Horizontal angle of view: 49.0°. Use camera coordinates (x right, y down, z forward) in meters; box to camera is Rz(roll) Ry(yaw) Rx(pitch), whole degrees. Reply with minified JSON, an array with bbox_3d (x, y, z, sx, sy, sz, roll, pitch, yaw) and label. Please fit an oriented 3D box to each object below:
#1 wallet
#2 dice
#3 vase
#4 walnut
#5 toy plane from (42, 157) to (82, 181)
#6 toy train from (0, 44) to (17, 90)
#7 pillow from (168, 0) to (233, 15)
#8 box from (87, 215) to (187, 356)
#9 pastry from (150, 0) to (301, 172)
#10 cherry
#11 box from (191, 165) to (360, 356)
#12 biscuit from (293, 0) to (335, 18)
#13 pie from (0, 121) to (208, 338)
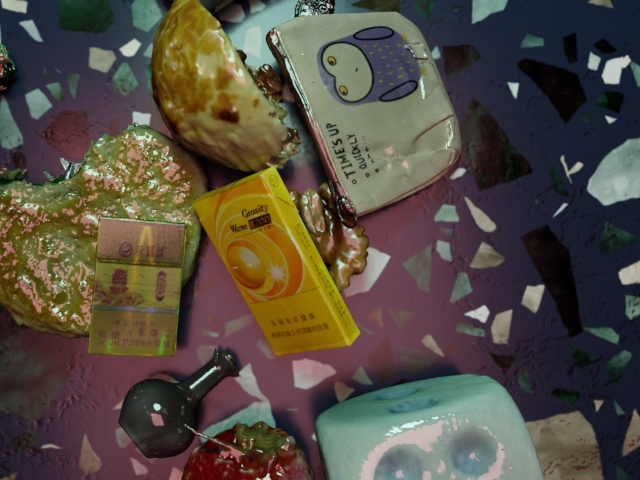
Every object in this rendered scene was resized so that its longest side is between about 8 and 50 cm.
[{"bbox_3d":[0.078,-0.204,1.066,0.275,0.068,0.335,-19,83,-25],"label":"wallet"},{"bbox_3d":[0.145,0.342,0.955,0.265,0.262,0.268,-12,86,-5],"label":"dice"},{"bbox_3d":[-0.200,0.229,1.026,0.183,0.120,0.120,-39,89,-19],"label":"vase"},{"bbox_3d":[0.000,0.000,1.072,0.143,0.069,0.170,-9,85,-3],"label":"walnut"},{"bbox_3d":[-0.388,-0.083,1.073,0.078,0.031,0.083,11,85,-2],"label":"toy plane"},{"bbox_3d":[-0.589,-0.246,1.065,0.250,0.053,0.085,-13,81,-5],"label":"toy train"},{"bbox_3d":[-0.152,-0.450,1.080,0.250,0.106,0.186,-35,81,-8],"label":"pillow"},{"bbox_3d":[-0.259,0.066,0.998,0.121,0.030,0.193,5,96,-16],"label":"box"},{"bbox_3d":[-0.154,-0.204,0.982,0.170,0.256,0.237,-36,133,9],"label":"pastry"},{"bbox_3d":[-0.104,0.380,0.980,0.192,0.175,0.249,5,82,-5],"label":"cherry"},{"bbox_3d":[-0.064,0.039,0.999,0.043,0.152,0.269,-44,110,-48],"label":"box"},{"bbox_3d":[0.000,-0.355,1.120,0.089,0.027,0.087,30,85,0],"label":"biscuit"},{"bbox_3d":[-0.332,-0.009,1.031,0.371,0.078,0.296,-21,95,-8],"label":"pie"}]
